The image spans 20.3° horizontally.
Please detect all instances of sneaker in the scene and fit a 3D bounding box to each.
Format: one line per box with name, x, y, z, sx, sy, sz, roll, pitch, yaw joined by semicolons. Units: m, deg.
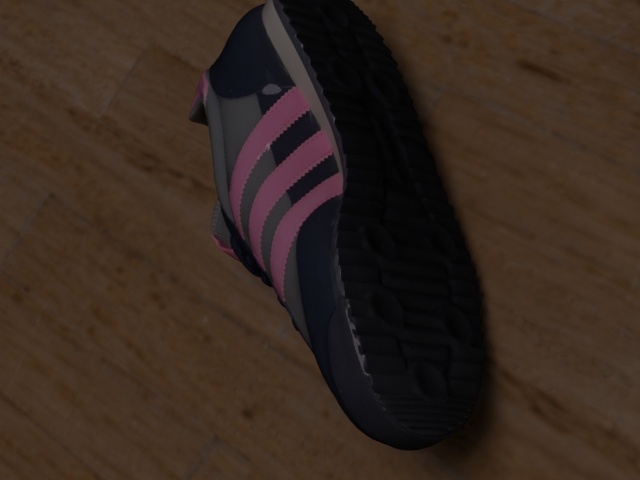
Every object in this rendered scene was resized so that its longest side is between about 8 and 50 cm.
sneaker;0.000;0.000;1.022;0.131;0.112;0.319;-42;44;33
